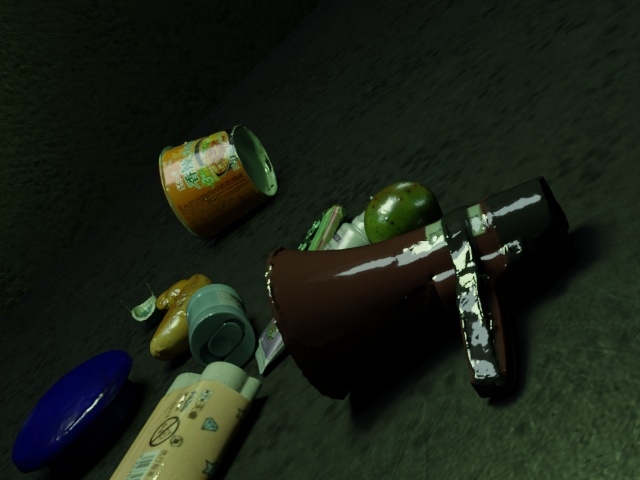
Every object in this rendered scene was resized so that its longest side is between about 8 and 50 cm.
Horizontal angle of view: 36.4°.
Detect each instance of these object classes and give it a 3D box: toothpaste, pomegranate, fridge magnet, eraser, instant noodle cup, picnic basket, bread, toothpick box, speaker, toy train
[{"bbox_3d":[0.001,0.067,1.439,0.299,0.073,0.114,-49,17,4],"label":"toothpaste"},{"bbox_3d":[0.124,-0.015,1.309,0.114,0.114,0.142,-43,46,-5],"label":"pomegranate"},{"bbox_3d":[-0.421,0.297,1.686,0.265,0.112,0.265,-37,19,15],"label":"fridge magnet"},{"bbox_3d":[-0.201,0.296,1.284,0.171,0.087,0.290,-22,27,40],"label":"eraser"},{"bbox_3d":[-0.216,-0.137,2.133,0.182,0.230,0.230,-25,23,20],"label":"instant noodle cup"},{"bbox_3d":[-0.357,0.133,1.990,0.065,0.083,0.083,-36,21,1],"label":"picnic basket"},{"bbox_3d":[-0.291,0.116,1.950,0.083,0.046,0.081,-32,18,31],"label":"bread"},{"bbox_3d":[-0.159,0.136,1.540,0.101,0.101,0.153,-41,17,2],"label":"toothpick box"},{"bbox_3d":[-0.238,0.141,1.736,0.114,0.077,0.189,-52,6,46],"label":"bread"},{"bbox_3d":[0.106,0.054,1.073,0.330,0.198,0.259,-24,11,24],"label":"speaker"},{"bbox_3d":[0.000,0.000,1.630,0.071,0.038,0.148,-29,22,35],"label":"toy train"}]
